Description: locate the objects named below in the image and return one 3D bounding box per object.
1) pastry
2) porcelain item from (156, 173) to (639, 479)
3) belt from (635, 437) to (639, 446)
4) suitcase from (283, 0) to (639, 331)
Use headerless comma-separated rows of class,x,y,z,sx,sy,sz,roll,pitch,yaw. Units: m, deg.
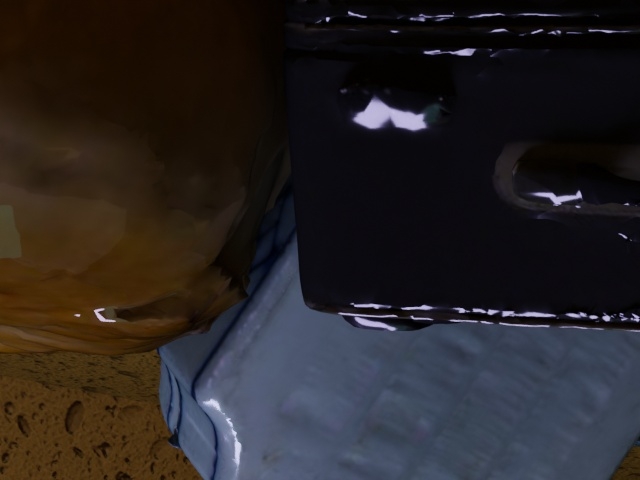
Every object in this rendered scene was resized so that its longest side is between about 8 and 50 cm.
pastry,-0.186,-0.081,0.953,0.409,0.245,0.409,9,168,2
porcelain item,0.059,0.043,1.170,0.281,0.286,0.157,26,-168,-30
belt,0.333,0.140,1.966,0.206,0.116,0.267,8,165,12
suitcase,0.200,-0.057,0.848,0.434,0.194,0.283,1,-167,26
